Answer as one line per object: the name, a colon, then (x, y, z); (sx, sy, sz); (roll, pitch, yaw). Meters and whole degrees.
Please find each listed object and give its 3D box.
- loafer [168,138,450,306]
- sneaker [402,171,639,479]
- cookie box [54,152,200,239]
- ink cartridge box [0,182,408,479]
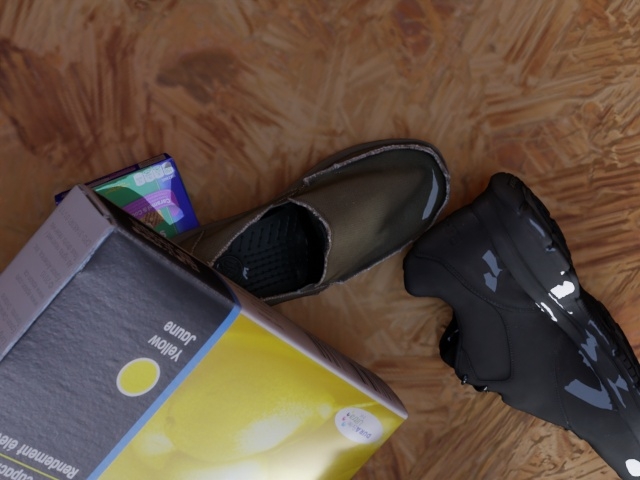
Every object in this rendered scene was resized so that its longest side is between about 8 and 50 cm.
loafer: (0.000, 0.000, 0.855); (0.251, 0.087, 0.094); (-28, 105, -21)
sneaker: (0.167, 0.084, 0.922); (0.130, 0.109, 0.286); (-31, 108, 13)
cookie box: (-0.133, 0.002, 0.875); (0.092, 0.040, 0.107); (-22, 105, -7)
ink cartridge box: (-0.137, 0.157, 0.776); (0.307, 0.072, 0.304); (-50, 133, 3)
